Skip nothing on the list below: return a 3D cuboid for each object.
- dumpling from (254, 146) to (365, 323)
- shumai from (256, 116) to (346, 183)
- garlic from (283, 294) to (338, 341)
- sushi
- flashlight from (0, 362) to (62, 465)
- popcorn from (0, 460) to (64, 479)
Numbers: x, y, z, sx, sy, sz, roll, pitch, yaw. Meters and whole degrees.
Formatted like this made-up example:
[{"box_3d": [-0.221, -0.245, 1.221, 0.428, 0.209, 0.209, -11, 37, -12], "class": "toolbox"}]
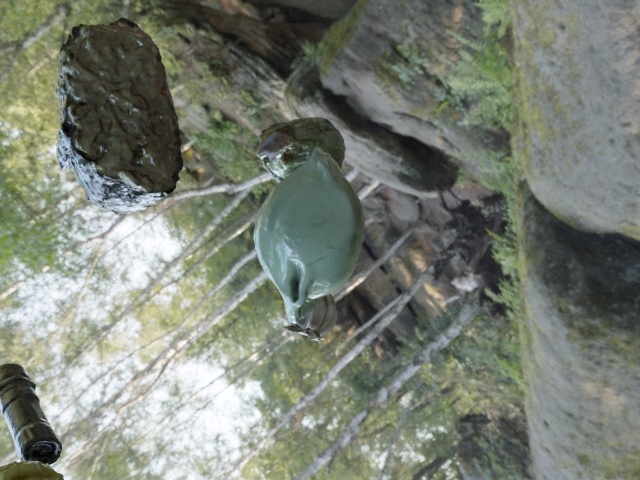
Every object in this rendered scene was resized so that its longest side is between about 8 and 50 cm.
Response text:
[{"box_3d": [-0.003, 0.001, 1.120, 0.270, 0.320, 0.212, 42, 179, -30], "class": "dumpling"}, {"box_3d": [-0.046, -0.282, 1.524, 0.225, 0.260, 0.221, 16, 149, 21], "class": "shumai"}, {"box_3d": [-0.023, 0.145, 1.313, 0.127, 0.131, 0.193, 36, -119, -75], "class": "garlic"}, {"box_3d": [-0.365, -0.226, 0.959, 0.171, 0.211, 0.349, -32, 67, 62], "class": "sushi"}, {"box_3d": [-0.720, 0.419, 1.297, 0.424, 0.103, 0.103, 19, 151, 48], "class": "flashlight"}, {"box_3d": [-0.524, 0.471, 0.918, 0.173, 0.143, 0.173, -2, -90, -74], "class": "popcorn"}]
